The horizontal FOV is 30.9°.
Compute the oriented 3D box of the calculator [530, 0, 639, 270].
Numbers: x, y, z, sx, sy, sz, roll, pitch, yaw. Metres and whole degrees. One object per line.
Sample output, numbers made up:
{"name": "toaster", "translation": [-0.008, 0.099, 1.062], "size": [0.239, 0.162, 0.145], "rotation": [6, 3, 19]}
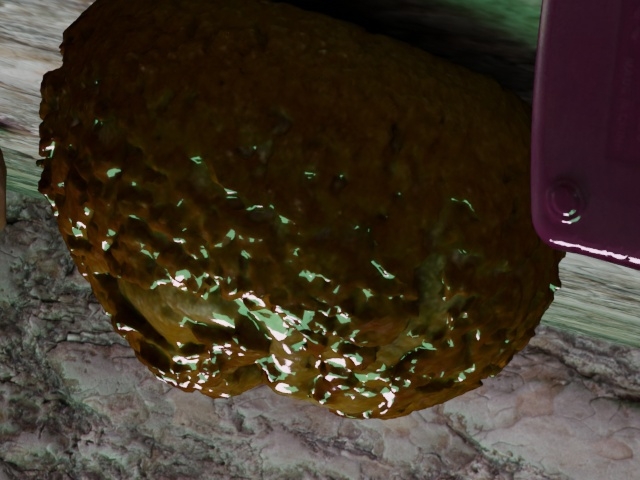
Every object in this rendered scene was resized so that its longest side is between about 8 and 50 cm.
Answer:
{"name": "calculator", "translation": [0.146, -0.038, 0.319], "size": [0.190, 0.126, 0.034], "rotation": [13, -160, 33]}

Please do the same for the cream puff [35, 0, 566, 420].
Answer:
{"name": "cream puff", "translation": [-0.016, -0.009, 0.645], "size": [0.303, 0.212, 0.303], "rotation": [17, 171, 3]}

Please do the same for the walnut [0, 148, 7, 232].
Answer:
{"name": "walnut", "translation": [-0.551, -0.077, 1.568], "size": [0.273, 0.227, 0.273], "rotation": [19, 177, 1]}
